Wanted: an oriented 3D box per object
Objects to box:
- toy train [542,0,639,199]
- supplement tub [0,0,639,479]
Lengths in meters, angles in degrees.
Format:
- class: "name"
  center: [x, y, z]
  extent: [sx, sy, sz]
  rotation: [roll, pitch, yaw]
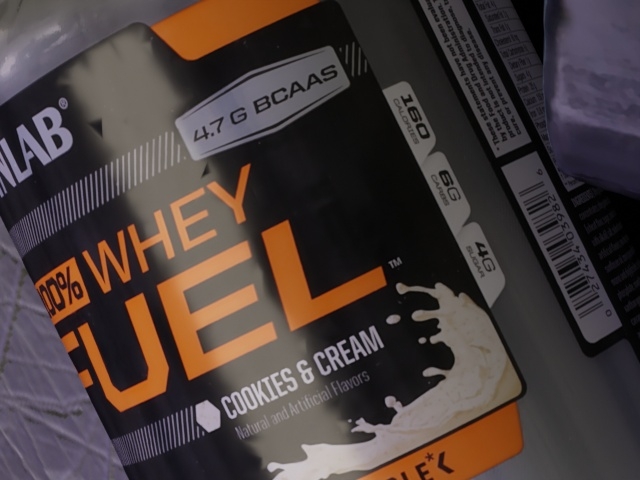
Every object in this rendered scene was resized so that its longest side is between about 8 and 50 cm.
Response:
- class: "toy train"
  center: [0.213, -0.047, 0.442]
  extent: [0.334, 0.190, 0.142]
  rotation: [19, 121, 36]
- class: "supplement tub"
  center: [0.000, 0.000, 0.656]
  extent: [0.193, 0.193, 0.316]
  rotation: [-28, 88, 45]
